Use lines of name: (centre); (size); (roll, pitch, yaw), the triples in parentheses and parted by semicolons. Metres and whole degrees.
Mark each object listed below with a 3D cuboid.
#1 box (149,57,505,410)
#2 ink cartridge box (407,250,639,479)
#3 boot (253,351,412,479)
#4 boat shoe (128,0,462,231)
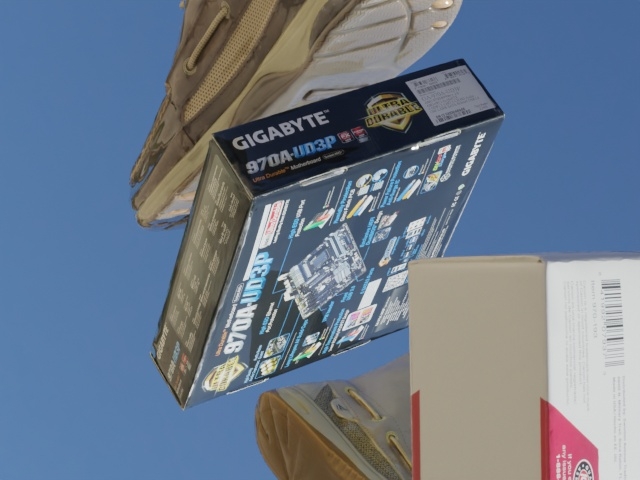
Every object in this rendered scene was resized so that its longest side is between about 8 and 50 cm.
box: (0.000, 0.000, 1.150); (0.051, 0.175, 0.220); (56, -31, 26)
ink cartridge box: (0.102, 0.059, 0.752); (0.063, 0.150, 0.109); (-2, -91, 37)
boot: (0.101, 0.177, 1.428); (0.262, 0.203, 0.095); (43, -44, 36)
boat shoe: (-0.032, -0.129, 1.345); (0.355, 0.132, 0.130); (-42, -118, 42)
